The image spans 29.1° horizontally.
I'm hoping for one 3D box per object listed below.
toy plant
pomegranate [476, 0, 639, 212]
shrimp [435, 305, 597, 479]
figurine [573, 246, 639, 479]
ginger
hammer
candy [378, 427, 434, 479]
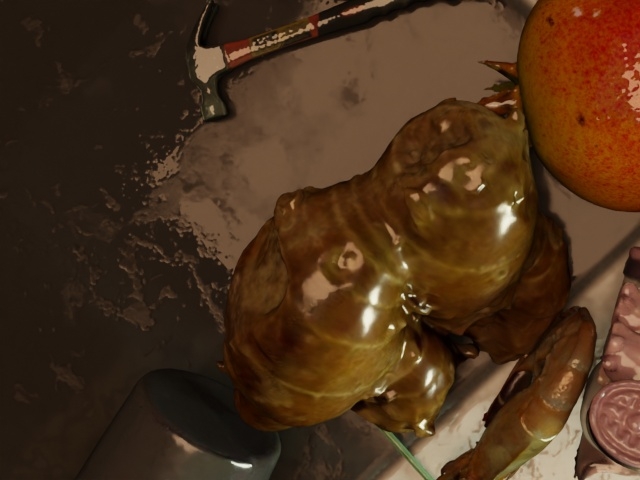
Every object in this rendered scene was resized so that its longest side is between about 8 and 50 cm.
[{"bbox_3d":[-0.181,0.328,1.176,0.279,0.185,0.400,29,107,1],"label":"toy plant"},{"bbox_3d":[0.253,-0.129,1.052,0.256,0.221,0.221,-15,89,25],"label":"pomegranate"},{"bbox_3d":[0.177,0.150,1.123,0.053,0.133,0.236,22,122,-16],"label":"shrimp"},{"bbox_3d":[0.400,0.138,1.031,0.361,0.211,0.253,9,54,18],"label":"figurine"},{"bbox_3d":[0.058,0.048,1.067,0.357,0.274,0.152,-35,49,6],"label":"ginger"},{"bbox_3d":[0.003,-0.209,1.189,0.287,0.033,0.111,-17,89,12],"label":"hammer"},{"bbox_3d":[0.052,0.172,1.189,0.060,0.060,0.201,-42,91,11],"label":"candy"}]
